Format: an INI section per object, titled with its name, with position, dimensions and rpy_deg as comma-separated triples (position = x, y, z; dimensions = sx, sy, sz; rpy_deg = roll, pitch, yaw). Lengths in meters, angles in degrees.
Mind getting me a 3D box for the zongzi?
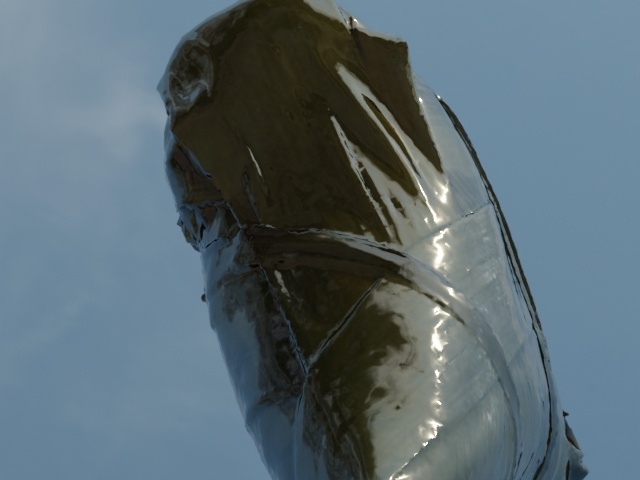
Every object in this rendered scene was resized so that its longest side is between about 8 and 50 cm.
[zongzi]
position = 0.000, 0.000, 0.713
dimensions = 0.125, 0.274, 0.251
rpy_deg = -27, -103, 9
